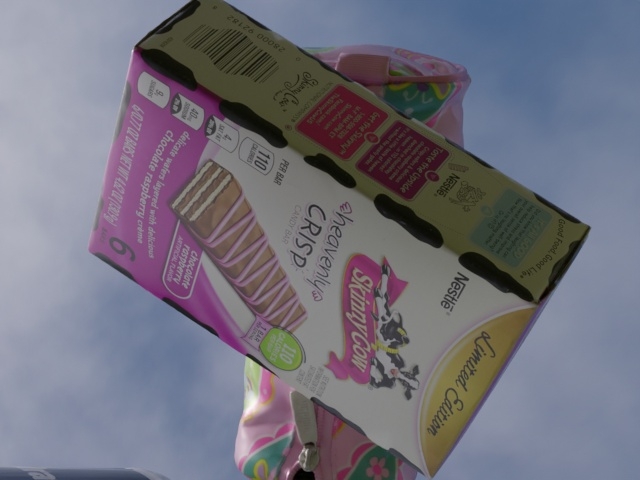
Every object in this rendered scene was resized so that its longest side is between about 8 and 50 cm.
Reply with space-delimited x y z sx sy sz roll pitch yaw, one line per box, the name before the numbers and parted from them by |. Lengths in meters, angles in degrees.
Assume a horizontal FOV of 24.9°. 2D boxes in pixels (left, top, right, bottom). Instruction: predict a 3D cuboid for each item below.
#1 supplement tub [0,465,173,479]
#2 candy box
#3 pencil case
supplement tub | -0.187 0.250 0.988 0.272 0.191 0.191 9 -111 -40
candy box | 0.000 0.000 0.752 0.233 0.159 0.071 32 -133 10
pencil case | 0.017 0.024 0.879 0.124 0.124 0.284 6 -77 -7
